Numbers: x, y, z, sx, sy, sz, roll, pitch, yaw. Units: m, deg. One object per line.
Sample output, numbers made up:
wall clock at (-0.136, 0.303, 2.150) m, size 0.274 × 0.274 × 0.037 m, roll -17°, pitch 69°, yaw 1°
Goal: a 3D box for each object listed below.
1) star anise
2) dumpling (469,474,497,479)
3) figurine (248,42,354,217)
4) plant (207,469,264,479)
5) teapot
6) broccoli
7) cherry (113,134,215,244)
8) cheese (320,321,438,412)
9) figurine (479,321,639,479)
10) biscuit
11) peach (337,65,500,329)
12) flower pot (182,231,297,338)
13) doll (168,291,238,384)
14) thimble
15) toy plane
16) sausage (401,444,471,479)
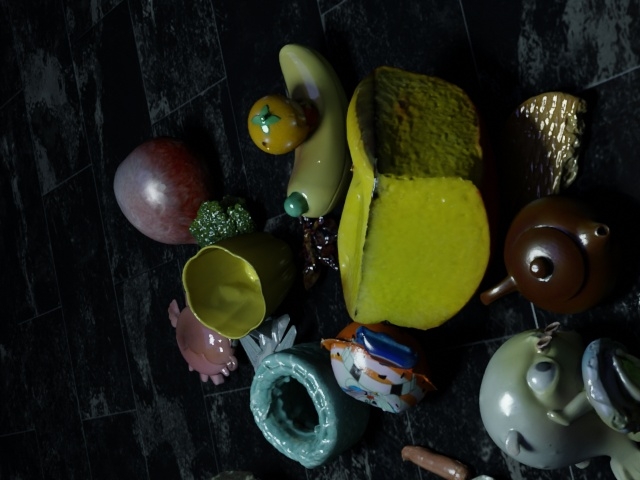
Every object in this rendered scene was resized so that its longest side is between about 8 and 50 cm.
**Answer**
star anise at (0.004, 0.000, 1.878) m, size 0.157 × 0.054 × 0.212 m, roll 18°, pitch 106°, yaw 48°
dumpling at (0.252, 0.475, 1.614) m, size 0.127 × 0.108 × 0.188 m, roll 39°, pitch 108°, yaw 13°
figurine at (-0.034, -0.200, 1.767) m, size 0.124 × 0.222 × 0.324 m, roll -19°, pitch 81°, yaw 52°
plant at (-0.153, 0.641, 2.037) m, size 0.215 × 0.213 × 0.312 m, roll 29°, pitch 152°, yaw 45°
teapot at (0.325, 0.034, 1.420) m, size 0.252 × 0.135 × 0.178 m, roll -36°, pitch 77°, yaw 38°
broccoli at (-0.199, -0.028, 2.063) m, size 0.162 × 0.146 × 0.137 m, roll -38°, pitch 34°, yaw 59°
cherry at (-0.343, -0.101, 2.156) m, size 0.239 × 0.206 × 0.239 m, roll -6°, pitch 80°, yaw 41°
cheese at (0.102, 0.202, 1.646) m, size 0.329 × 0.217 × 0.129 m, roll 96°, pitch -163°, yaw -74°
figurine at (0.424, 0.218, 1.349) m, size 0.394 × 0.226 × 0.274 m, roll -26°, pitch 106°, yaw 37°
biscuit at (0.330, -0.123, 1.491) m, size 0.144 × 0.033 × 0.224 m, roll 28°, pitch 117°, yaw 44°
peach at (0.154, -0.075, 1.548) m, size 0.306 × 0.243 × 0.380 m, roll -97°, pitch 7°, yaw -64°
flower pot at (-0.144, 0.073, 1.939) m, size 0.195 × 0.179 × 0.195 m, roll 12°, pitch 115°, yaw 27°
doll at (-0.265, 0.214, 2.192) m, size 0.262 × 0.093 × 0.211 m, roll 27°, pitch 118°, yaw 44°
thimble at (-0.016, 0.311, 1.845) m, size 0.198 × 0.143 × 0.235 m, roll -23°, pitch 83°, yaw 38°
toy plane at (-0.088, 0.282, 2.005) m, size 0.212 × 0.088 × 0.267 m, roll -6°, pitch 98°, yaw 51°
sausage at (0.199, 0.390, 1.709) m, size 0.158 × 0.036 × 0.042 m, roll 10°, pitch 94°, yaw 49°
